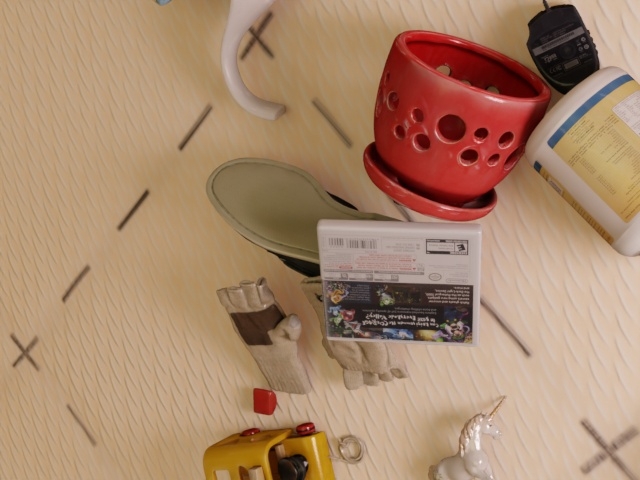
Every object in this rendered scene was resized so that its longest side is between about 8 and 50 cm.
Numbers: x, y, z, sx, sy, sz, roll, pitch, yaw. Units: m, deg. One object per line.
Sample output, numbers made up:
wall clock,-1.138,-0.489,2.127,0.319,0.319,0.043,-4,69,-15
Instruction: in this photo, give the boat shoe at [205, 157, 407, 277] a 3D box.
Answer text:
boat shoe,0.002,-0.003,1.366,0.340,0.113,0.127,19,63,19

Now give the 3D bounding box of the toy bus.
toy bus,-0.068,0.323,1.466,0.191,0.104,0.202,36,116,21

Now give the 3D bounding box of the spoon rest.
spoon rest,-0.087,-0.299,1.363,0.084,0.137,0.276,6,110,13

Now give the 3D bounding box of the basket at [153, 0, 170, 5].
basket,-0.222,-0.481,1.345,0.255,0.201,0.289,38,147,20

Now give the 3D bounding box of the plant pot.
plant pot,0.146,-0.131,1.207,0.191,0.191,0.174,35,120,22

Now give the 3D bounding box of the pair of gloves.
pair of gloves,-0.016,0.124,1.395,0.240,0.042,0.204,-7,126,37

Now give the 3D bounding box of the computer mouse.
computer mouse,0.257,-0.275,1.204,0.071,0.041,0.242,-22,79,12

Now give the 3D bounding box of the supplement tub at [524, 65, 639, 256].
supplement tub,0.337,-0.074,1.123,0.200,0.144,0.144,48,119,15

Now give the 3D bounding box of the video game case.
video game case,0.095,0.052,1.239,0.190,0.022,0.173,2,125,9

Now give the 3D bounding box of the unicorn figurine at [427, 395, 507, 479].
unicorn figurine,0.194,0.289,1.324,0.162,0.060,0.111,-37,79,31
